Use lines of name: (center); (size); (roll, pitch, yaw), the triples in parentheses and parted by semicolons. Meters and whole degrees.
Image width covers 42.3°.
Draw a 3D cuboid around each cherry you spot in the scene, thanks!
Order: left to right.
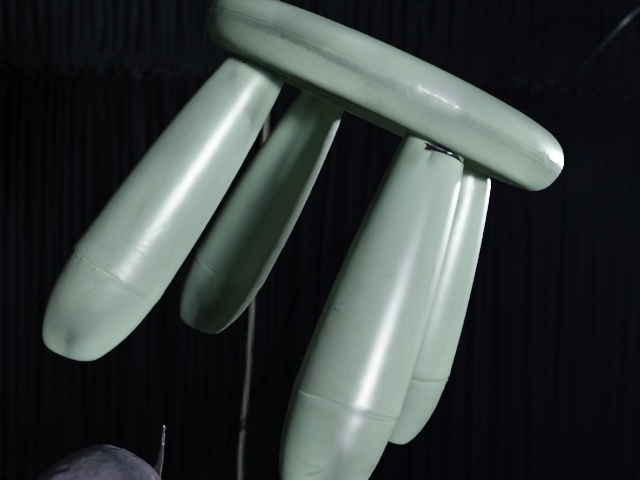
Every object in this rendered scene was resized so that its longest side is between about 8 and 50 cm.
cherry: (-0.269, 0.361, 1.001); (0.266, 0.213, 0.183); (-25, 167, -36)

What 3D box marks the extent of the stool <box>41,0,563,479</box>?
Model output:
stool: (0.000, 0.000, 0.436); (0.195, 0.199, 0.195); (25, -174, 17)
